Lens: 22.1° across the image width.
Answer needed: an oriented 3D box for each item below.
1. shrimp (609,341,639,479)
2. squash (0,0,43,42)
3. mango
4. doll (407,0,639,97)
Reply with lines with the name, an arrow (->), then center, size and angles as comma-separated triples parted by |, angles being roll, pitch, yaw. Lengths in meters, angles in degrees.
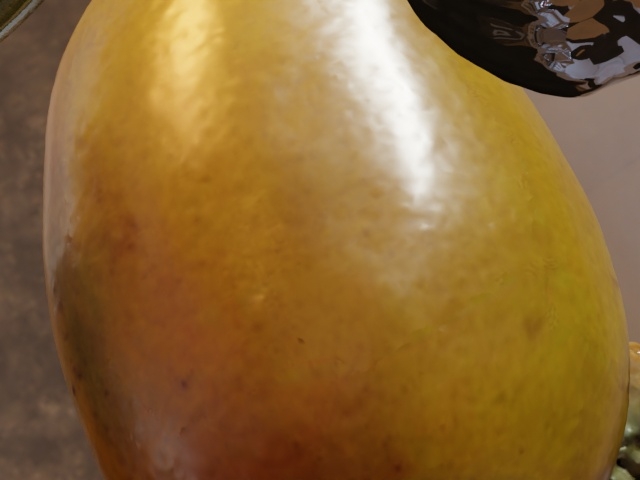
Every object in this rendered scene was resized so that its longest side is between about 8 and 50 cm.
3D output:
shrimp -> 0.161, 0.206, 0.952 | 0.169, 0.296, 0.058 | 20, -2, 16
squash -> -0.230, -0.230, 1.304 | 0.069, 0.239, 0.069 | 41, 21, -19
mango -> 0.000, 0.000, 0.898 | 0.232, 0.300, 0.445 | 75, 3, -73
doll -> 0.027, -0.254, 0.502 | 0.378, 0.252, 0.382 | 52, 15, 13
